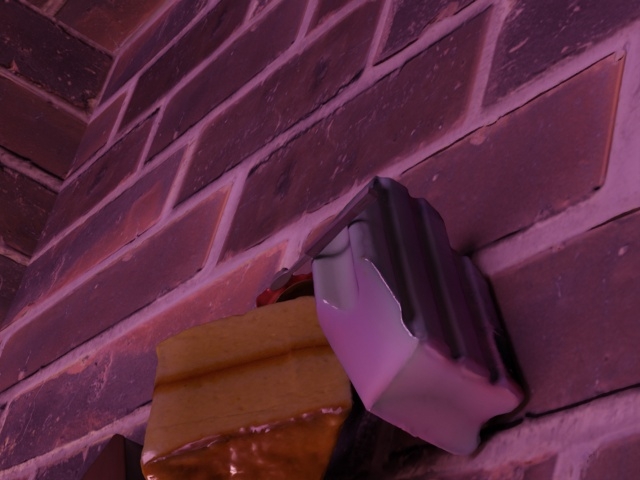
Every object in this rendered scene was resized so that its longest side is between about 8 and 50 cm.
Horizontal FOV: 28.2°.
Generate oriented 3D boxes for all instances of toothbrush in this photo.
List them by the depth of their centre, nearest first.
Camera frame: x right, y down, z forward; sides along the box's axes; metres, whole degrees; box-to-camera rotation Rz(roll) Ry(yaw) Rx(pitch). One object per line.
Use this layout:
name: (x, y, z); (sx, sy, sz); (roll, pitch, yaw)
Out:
toothbrush: (0.000, 0.001, 1.376); (0.194, 0.014, 0.017); (-43, 27, 41)

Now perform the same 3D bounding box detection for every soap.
soap: (0.090, 0.062, 1.380); (0.109, 0.193, 0.324); (-49, 24, 24)

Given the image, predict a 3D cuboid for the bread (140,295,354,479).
bread: (-0.045, 0.283, 1.438); (0.245, 0.361, 0.233); (-14, 29, 5)

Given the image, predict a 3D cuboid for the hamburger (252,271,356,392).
hamburger: (-0.027, 0.129, 1.594); (0.137, 0.175, 0.175); (-27, 39, 63)

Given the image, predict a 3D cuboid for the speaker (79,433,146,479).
speaker: (-0.244, 0.400, 1.660); (0.192, 0.153, 0.231); (-53, 24, 19)
